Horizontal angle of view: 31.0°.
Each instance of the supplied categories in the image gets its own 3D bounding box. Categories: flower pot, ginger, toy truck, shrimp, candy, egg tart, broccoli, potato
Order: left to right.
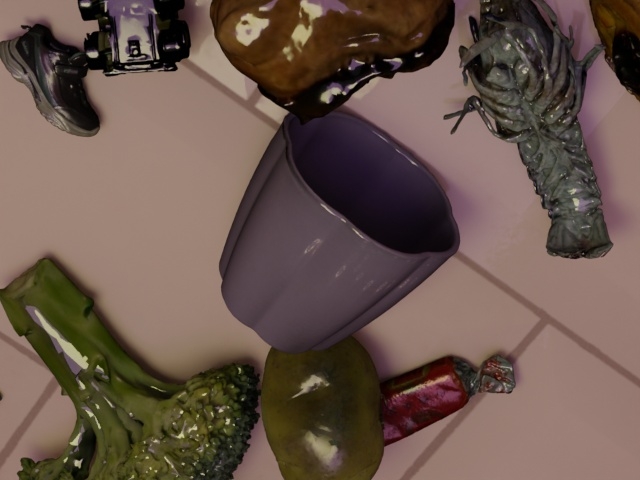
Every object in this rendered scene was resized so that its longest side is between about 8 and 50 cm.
[{"bbox_3d":[-0.232,-0.336,1.413,0.127,0.127,0.257,-5,109,1],"label":"toy truck"},{"bbox_3d":[-0.257,0.212,1.600,0.353,0.275,0.397,-5,90,-10],"label":"broccoli"},{"bbox_3d":[-0.001,-0.287,1.361,0.269,0.200,0.223,-29,123,14],"label":"ginger"},{"bbox_3d":[0.000,0.000,1.460,0.265,0.265,0.243,37,122,-8],"label":"flower pot"},{"bbox_3d":[0.005,0.226,1.555,0.169,0.143,0.248,-11,67,-5],"label":"potato"},{"bbox_3d":[0.132,0.226,1.618,0.292,0.059,0.086,-24,105,13],"label":"candy"},{"bbox_3d":[0.258,-0.165,1.416,0.221,0.166,0.410,-14,122,26],"label":"shrimp"},{"bbox_3d":[0.423,-0.233,1.347,0.171,0.215,0.215,-32,104,4],"label":"egg tart"}]

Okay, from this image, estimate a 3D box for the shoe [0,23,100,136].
[{"bbox_3d":[-0.332,-0.217,1.499,0.099,0.071,0.169,-39,99,15],"label":"shoe"}]

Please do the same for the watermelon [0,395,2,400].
[{"bbox_3d":[-0.514,0.240,1.705,0.085,0.085,0.061,27,151,-4],"label":"watermelon"}]
